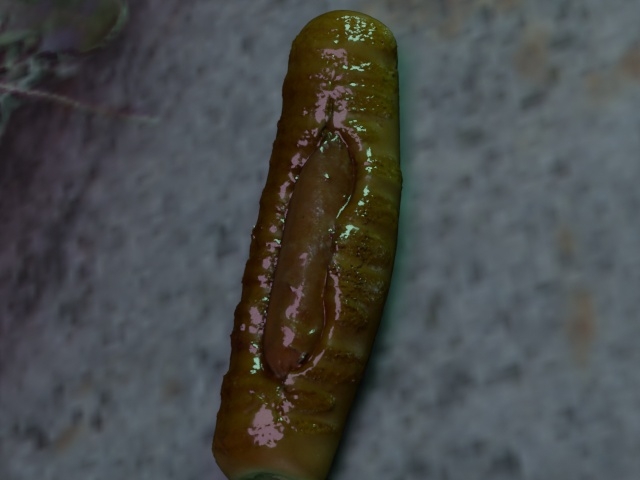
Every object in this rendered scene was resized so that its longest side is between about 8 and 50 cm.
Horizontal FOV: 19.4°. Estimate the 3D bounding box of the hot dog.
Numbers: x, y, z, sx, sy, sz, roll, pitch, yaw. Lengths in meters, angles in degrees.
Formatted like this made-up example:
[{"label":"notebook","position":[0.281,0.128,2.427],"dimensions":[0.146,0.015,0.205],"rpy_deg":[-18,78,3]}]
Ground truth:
[{"label":"hot dog","position":[0.000,0.000,0.501],"dimensions":[0.044,0.028,0.137],"rpy_deg":[5,69,22]}]
